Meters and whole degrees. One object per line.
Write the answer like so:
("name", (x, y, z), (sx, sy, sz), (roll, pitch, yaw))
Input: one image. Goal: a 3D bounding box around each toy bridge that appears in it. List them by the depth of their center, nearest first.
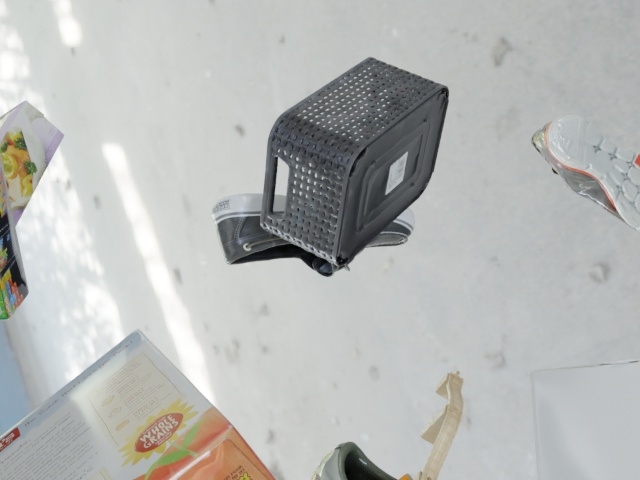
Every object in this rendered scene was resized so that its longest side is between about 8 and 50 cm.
("toy bridge", (0.147, 0.222, 1.222), (0.026, 0.188, 0.063), (30, 131, -3))

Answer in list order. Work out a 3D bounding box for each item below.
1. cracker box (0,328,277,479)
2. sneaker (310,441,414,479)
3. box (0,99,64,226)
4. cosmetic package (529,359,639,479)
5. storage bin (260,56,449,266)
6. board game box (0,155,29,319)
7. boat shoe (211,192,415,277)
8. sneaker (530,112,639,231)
("cracker box", (-0.131, 0.149, 0.624), (0.067, 0.156, 0.232), (56, 167, -21))
("sneaker", (0.092, 0.279, 0.893), (0.271, 0.100, 0.108), (29, 108, 27))
("box", (-0.356, -0.019, 1.045), (0.067, 0.063, 0.324), (-26, 34, 33))
("cosmetic package", (0.337, 0.313, 1.046), (0.197, 0.155, 0.365), (-7, 71, 24))
("storage bin", (0.033, -0.075, 0.916), (0.084, 0.180, 0.122), (26, 131, 23))
("board game box", (-0.287, -0.016, 0.650), (0.048, 0.170, 0.141), (-82, -12, -70))
("boat shoe", (0.000, 0.000, 1.017), (0.080, 0.228, 0.076), (-28, 64, 51))
("sneaker", (0.265, -0.064, 0.966), (0.158, 0.061, 0.065), (41, 165, -15))
